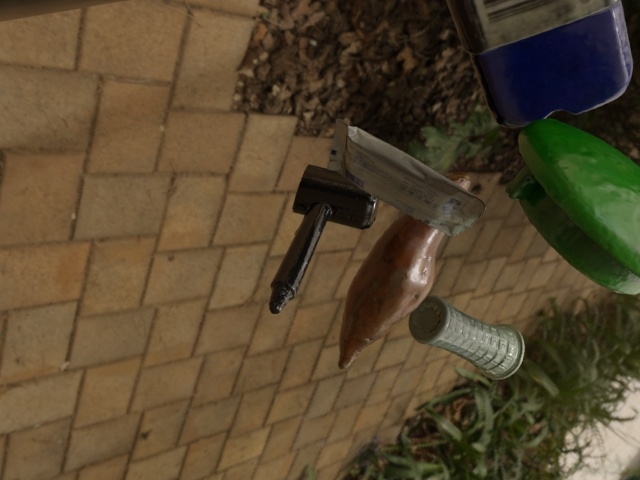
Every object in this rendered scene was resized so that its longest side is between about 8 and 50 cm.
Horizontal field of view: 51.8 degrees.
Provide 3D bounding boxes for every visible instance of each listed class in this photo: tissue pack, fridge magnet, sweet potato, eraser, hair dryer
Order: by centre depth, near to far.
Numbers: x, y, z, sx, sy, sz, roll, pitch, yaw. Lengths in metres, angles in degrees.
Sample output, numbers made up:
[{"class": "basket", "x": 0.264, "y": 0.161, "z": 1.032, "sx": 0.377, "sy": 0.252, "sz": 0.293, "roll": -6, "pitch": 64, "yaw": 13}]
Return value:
[{"class": "eraser", "x": 0.187, "y": -0.266, "z": 0.604, "sx": 0.155, "sy": 0.101, "sz": 0.332, "roll": -14, "pitch": 132, "yaw": 23}, {"class": "fridge magnet", "x": 0.261, "y": -0.030, "z": 0.609, "sx": 0.208, "sy": 0.208, "sz": 0.088, "roll": -2, "pitch": 140, "yaw": -47}, {"class": "tissue pack", "x": 0.095, "y": -0.066, "z": 0.777, "sx": 0.026, "sy": 0.193, "sz": 0.122, "roll": -58, "pitch": 173, "yaw": -19}, {"class": "hair dryer", "x": -0.002, "y": -0.001, "z": 0.848, "sx": 0.070, "sy": 0.114, "sz": 0.248, "roll": 96, "pitch": 12, "yaw": -45}, {"class": "sweet potato", "x": 0.113, "y": 0.053, "z": 0.992, "sx": 0.112, "sy": 0.112, "sz": 0.359, "roll": 9, "pitch": 115, "yaw": -51}]

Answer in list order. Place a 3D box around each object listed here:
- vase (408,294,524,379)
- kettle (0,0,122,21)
[{"class": "vase", "x": 0.341, "y": 0.224, "z": 1.549, "sx": 0.299, "sy": 0.143, "sz": 0.143, "roll": 26, "pitch": 102, "yaw": -38}, {"class": "kettle", "x": -0.230, "y": -0.244, "z": 0.371, "sx": 0.203, "sy": 0.308, "sz": 0.262, "roll": 39, "pitch": 49, "yaw": -66}]
